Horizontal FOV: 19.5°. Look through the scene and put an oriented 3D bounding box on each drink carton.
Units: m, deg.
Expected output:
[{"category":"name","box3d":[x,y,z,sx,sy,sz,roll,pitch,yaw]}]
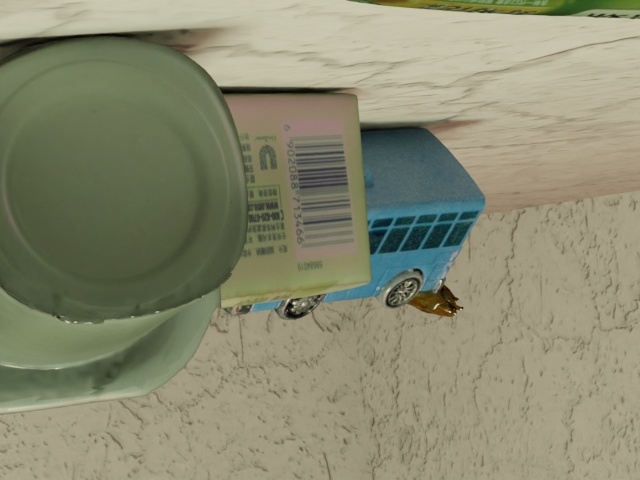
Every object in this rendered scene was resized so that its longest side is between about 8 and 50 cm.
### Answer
[{"category":"drink carton","box3d":[-0.127,-0.019,0.973,0.191,0.185,0.189,-4,166,-19]}]

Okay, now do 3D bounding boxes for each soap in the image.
[{"category":"soap","box3d":[-0.094,-0.020,1.239,0.182,0.138,0.199,-7,179,44]}]

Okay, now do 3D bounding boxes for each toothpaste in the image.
[{"category":"toothpaste","box3d":[0.093,-0.111,0.799,0.204,0.031,0.049,-3,176,-25]}]

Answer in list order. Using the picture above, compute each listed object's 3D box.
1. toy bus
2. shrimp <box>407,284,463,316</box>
[{"category":"toy bus","box3d":[0.008,-0.021,1.524,0.234,0.116,0.133,-5,137,-41]},{"category":"shrimp","box3d":[0.000,0.001,1.670,0.294,0.062,0.154,23,-158,24]}]
